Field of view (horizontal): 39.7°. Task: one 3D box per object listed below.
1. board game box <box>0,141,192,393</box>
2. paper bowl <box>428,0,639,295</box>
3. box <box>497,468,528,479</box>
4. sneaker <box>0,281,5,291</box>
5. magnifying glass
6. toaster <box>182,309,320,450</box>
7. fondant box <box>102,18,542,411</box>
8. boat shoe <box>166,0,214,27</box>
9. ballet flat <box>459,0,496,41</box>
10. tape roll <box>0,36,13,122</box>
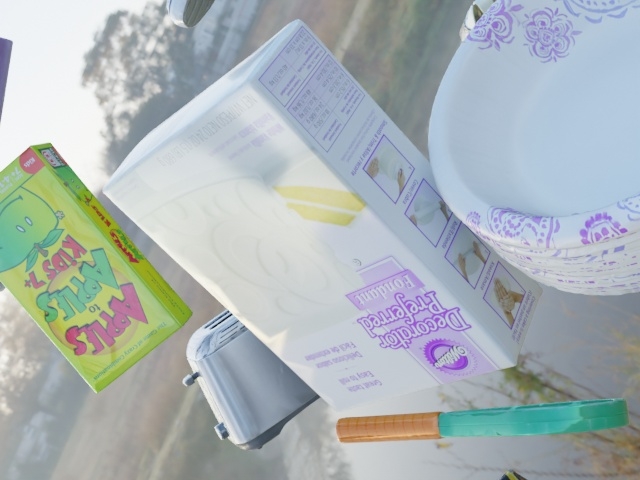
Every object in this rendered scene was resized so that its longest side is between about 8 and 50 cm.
[{"bbox_3d":[-0.197,0.021,0.708,0.092,0.181,0.043,-38,5,9],"label":"board game box"},{"bbox_3d":[0.236,-0.091,0.676,0.284,0.148,0.284,-27,44,30],"label":"paper bowl"},{"bbox_3d":[0.311,0.394,0.870,0.079,0.257,0.322,-49,39,8],"label":"box"},{"bbox_3d":[-0.503,0.055,1.279,0.292,0.110,0.118,-58,19,20],"label":"sneaker"},{"bbox_3d":[0.118,0.139,0.684,0.092,0.231,0.026,11,-111,-59],"label":"magnifying glass"},{"bbox_3d":[-0.053,0.136,1.080,0.227,0.146,0.129,-34,7,-15],"label":"toaster"},{"bbox_3d":[0.000,0.000,0.798,0.238,0.330,0.096,-26,26,46],"label":"fondant box"},{"bbox_3d":[-0.162,-0.386,1.159,0.083,0.075,0.226,57,-127,-72],"label":"boat shoe"},{"bbox_3d":[0.211,-0.253,1.024,0.073,0.067,0.206,-38,29,-3],"label":"ballet flat"},{"bbox_3d":[-0.328,-0.128,0.648,0.189,0.189,0.080,-111,32,-80],"label":"tape roll"}]
